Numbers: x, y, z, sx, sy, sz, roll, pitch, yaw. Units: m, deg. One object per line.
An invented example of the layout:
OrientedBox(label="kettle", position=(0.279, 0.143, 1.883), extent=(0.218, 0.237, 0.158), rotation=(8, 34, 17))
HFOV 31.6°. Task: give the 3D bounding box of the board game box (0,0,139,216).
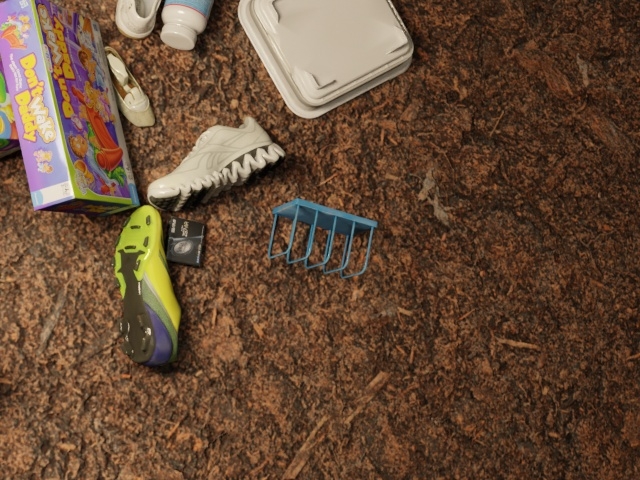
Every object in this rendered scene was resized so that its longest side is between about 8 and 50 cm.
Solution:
OrientedBox(label="board game box", position=(-0.429, -0.220, 1.921), extent=(0.078, 0.233, 0.347), rotation=(-15, 85, 16))

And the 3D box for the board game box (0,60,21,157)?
OrientedBox(label="board game box", position=(-0.604, -0.207, 1.799), extent=(0.275, 0.142, 0.144), rotation=(-7, 81, -64))

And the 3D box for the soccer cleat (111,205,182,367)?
OrientedBox(label="soccer cleat", position=(-0.300, 0.083, 2.006), extent=(0.121, 0.093, 0.289), rotation=(18, 63, -54))

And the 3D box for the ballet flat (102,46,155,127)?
OrientedBox(label="ballet flat", position=(-0.357, -0.279, 2.062), extent=(0.057, 0.052, 0.168), rotation=(-39, 97, -28))

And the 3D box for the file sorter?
OrientedBox(label="file sorter", position=(0.000, 0.000, 2.141), extent=(0.170, 0.118, 0.104), rotation=(16, 76, -22))

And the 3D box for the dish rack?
OrientedBox(label="dish rack", position=(0.027, -0.427, 2.275), extent=(0.333, 0.072, 0.285), rotation=(-31, 94, -27))

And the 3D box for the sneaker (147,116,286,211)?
OrientedBox(label="sneaker", position=(-0.206, -0.141, 2.086), extent=(0.292, 0.110, 0.118), rotation=(-26, 83, -36))

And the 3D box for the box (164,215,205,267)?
OrientedBox(label="box", position=(-0.250, 0.003, 2.071), extent=(0.067, 0.018, 0.083), rotation=(14, 73, -23))

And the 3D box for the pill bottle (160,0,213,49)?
OrientedBox(label="pill bottle", position=(-0.250, -0.445, 2.132), extent=(0.087, 0.087, 0.160), rotation=(21, 70, -21))

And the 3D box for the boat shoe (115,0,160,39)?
OrientedBox(label="boat shoe", position=(-0.322, -0.518, 2.107), extent=(0.098, 0.096, 0.277), rotation=(6, 76, -24))
